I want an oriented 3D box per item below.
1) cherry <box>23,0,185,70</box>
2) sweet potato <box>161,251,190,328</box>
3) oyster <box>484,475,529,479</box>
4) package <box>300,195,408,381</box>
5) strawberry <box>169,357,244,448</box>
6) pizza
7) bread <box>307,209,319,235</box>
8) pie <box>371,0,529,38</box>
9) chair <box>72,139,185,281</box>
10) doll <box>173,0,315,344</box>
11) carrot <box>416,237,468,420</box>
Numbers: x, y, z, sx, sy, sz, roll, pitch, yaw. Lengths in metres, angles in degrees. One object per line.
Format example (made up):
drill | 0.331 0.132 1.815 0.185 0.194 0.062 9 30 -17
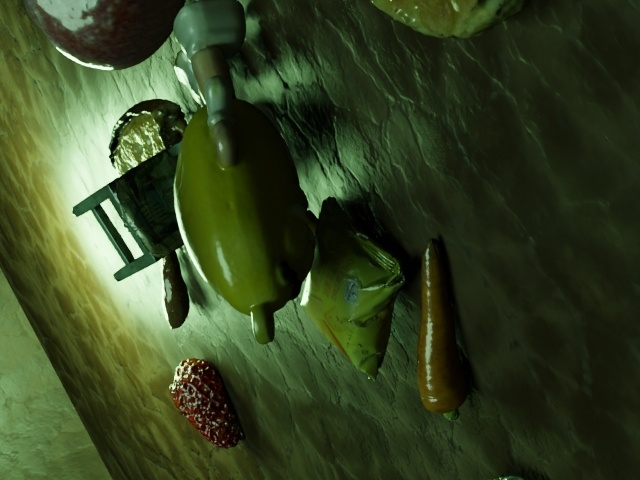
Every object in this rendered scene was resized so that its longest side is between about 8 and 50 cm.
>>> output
cherry | -0.293 -0.351 1.875 0.236 0.213 0.285 43 136 -16
sweet potato | -0.263 0.067 2.475 0.050 0.050 0.214 39 144 44
oyster | 0.235 0.377 1.681 0.198 0.112 0.267 48 150 30
package | 0.040 0.066 1.774 0.168 0.090 0.226 46 147 32
strawberry | -0.216 0.308 2.597 0.188 0.082 0.121 65 154 1
pizza | -0.227 -0.109 2.171 0.287 0.074 0.251 49 153 18
bread | 0.000 0.000 1.860 0.083 0.036 0.047 45 149 31
pie | 0.085 -0.333 1.258 0.339 0.083 0.339 44 151 32
chair | -0.222 -0.056 2.021 0.270 0.147 0.136 -22 101 51
doll | -0.110 -0.095 1.779 0.348 0.161 0.423 -94 -11 -85
carrot | 0.136 0.107 1.669 0.061 0.061 0.256 30 138 52
